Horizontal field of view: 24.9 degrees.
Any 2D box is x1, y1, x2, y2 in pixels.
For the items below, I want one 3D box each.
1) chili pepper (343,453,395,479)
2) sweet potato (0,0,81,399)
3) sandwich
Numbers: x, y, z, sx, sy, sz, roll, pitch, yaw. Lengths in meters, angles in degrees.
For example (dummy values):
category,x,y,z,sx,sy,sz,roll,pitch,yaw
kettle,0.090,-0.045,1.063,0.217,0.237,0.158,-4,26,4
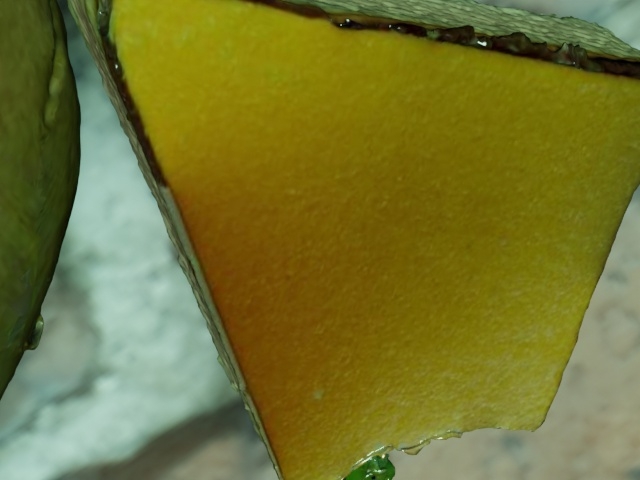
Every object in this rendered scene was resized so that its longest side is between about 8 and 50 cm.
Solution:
category,x,y,z,sx,sy,sz,roll,pitch,yaw
chili pepper,0.016,0.107,0.520,0.027,0.022,0.083,6,106,-8
sweet potato,-0.159,0.030,0.427,0.158,0.158,0.369,16,90,-8
sandwich,0.000,0.000,0.443,0.193,0.058,0.162,7,113,-29
